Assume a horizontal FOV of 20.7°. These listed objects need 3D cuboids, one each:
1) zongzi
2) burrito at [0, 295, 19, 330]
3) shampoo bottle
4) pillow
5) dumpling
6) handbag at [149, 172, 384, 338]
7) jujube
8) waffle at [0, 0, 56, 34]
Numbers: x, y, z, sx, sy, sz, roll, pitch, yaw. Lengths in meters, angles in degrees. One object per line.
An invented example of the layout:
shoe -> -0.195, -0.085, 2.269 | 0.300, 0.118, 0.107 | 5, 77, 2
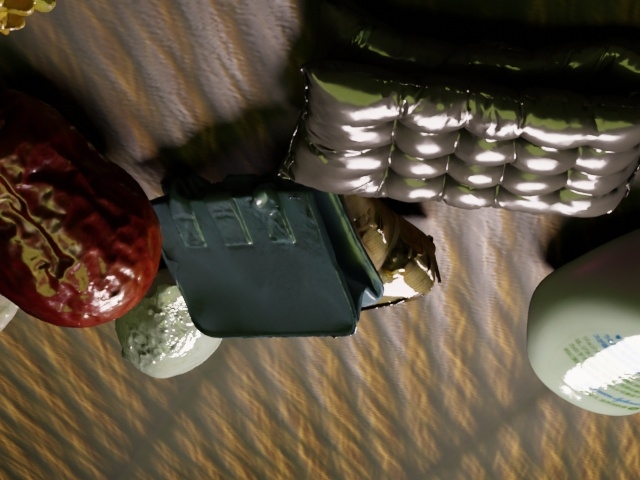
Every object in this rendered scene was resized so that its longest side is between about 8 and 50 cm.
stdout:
zongzi -> 0.000, 0.000, 1.769 | 0.194, 0.099, 0.197 | -15, 141, 29
burrito -> -0.438, 0.077, 1.947 | 0.190, 0.135, 0.332 | 17, 152, -34
shampoo bottle -> 0.372, 0.059, 1.759 | 0.221, 0.151, 0.349 | 24, 149, -22
pillow -> 0.134, -0.105, 1.535 | 0.326, 0.101, 0.228 | 8, 157, -2
dumpling -> -0.157, 0.100, 1.982 | 0.152, 0.108, 0.219 | 13, 155, -15
handbag -> -0.060, 0.008, 1.727 | 0.229, 0.062, 0.179 | -5, 118, 40
jujube -> -0.259, -0.032, 1.670 | 0.190, 0.190, 0.255 | -4, 136, 18
waffle -> -0.355, -0.219, 1.440 | 0.228, 0.051, 0.231 | -12, 148, 32
